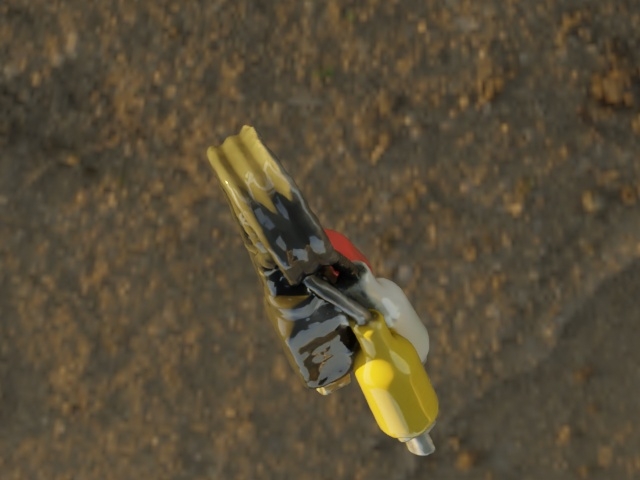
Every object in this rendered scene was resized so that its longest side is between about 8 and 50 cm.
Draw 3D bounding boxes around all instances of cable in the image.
[{"bbox_3d":[0.000,0.000,0.858,0.072,0.139,0.287,-25,153,-4],"label":"cable"}]
